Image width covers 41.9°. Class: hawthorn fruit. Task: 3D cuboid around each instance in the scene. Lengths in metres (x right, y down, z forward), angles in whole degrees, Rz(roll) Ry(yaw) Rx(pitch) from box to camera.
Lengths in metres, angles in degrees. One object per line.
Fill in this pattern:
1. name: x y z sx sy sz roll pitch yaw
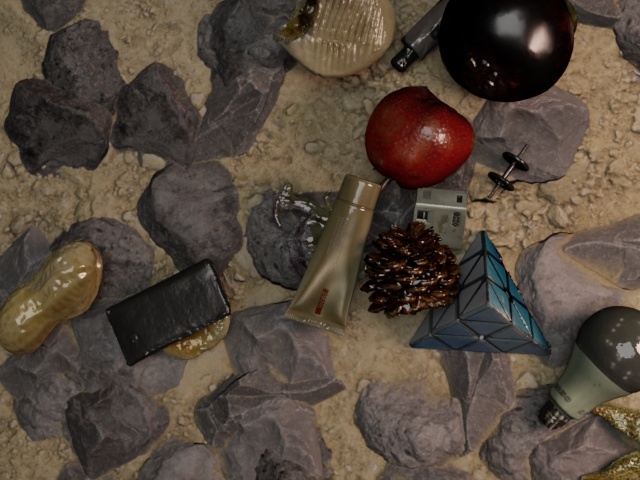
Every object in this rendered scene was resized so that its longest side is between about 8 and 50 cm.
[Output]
1. hawthorn fruit: 0.191 -0.203 1.829 0.230 0.210 0.266 41 92 20

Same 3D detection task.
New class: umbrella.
1. umbrella: 0.291 -0.516 1.921 0.337 0.073 0.067 -44 43 -1

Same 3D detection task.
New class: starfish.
1. starfish: 0.729 0.454 1.757 0.358 0.078 0.347 -31 84 2

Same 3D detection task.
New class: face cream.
1. face cream: 0.039 0.029 1.811 0.137 0.084 0.341 18 97 -5

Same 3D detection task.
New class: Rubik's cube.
1. Rubik's cube: 0.351 0.146 1.803 0.233 0.229 0.228 -22 124 -32

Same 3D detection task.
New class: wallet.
1. wallet: -0.344 0.161 1.888 0.285 0.030 0.146 -27 77 10

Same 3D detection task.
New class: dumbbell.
1. dumbbell: 0.419 -0.154 1.864 0.069 0.069 0.147 36 89 9

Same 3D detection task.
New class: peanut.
1. peanut: -0.623 0.134 1.923 0.313 0.149 0.149 -41 81 1

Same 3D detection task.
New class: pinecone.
1. pinecone: 0.190 0.059 1.783 0.221 0.221 0.221 -1 83 7

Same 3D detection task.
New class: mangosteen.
1. mangosteen: 0.409 -0.453 1.791 0.297 0.297 0.313 35 92 9

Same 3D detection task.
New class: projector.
1. projector: 0.260 -0.049 1.833 0.115 0.147 0.061 5 53 6

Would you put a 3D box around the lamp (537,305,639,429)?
1. lamp: 0.586 0.282 1.738 0.182 0.182 0.314 34 91 9

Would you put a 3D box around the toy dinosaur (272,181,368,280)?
1. toy dinosaur: 0.000 -0.001 1.892 0.162 0.077 0.294 -21 80 4

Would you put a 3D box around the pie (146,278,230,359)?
1. pie: -0.310 0.180 1.921 0.218 0.052 0.185 3 89 9

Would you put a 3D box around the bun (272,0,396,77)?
1. bun: 0.037 -0.510 1.885 0.281 0.205 0.281 -4 118 -7
